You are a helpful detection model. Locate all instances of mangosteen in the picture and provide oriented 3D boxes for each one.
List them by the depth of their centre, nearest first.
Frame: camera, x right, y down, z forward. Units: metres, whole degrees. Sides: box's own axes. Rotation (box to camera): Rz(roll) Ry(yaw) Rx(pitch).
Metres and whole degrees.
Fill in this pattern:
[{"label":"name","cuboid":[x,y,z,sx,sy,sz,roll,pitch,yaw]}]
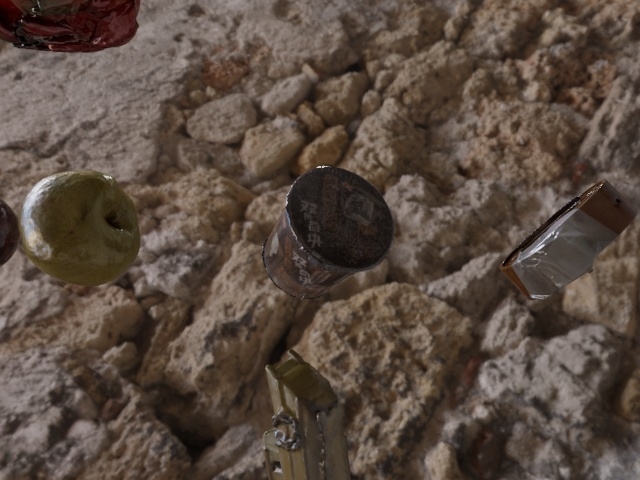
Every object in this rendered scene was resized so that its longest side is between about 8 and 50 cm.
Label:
[{"label":"mangosteen","cuboid":[-0.837,-0.001,1.401,0.257,0.215,0.215,-47,-12,36]}]

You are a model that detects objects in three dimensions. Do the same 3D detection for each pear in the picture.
[{"label":"pear","cuboid":[-0.470,-0.020,1.144,0.188,0.212,0.228,18,-120,-68]}]

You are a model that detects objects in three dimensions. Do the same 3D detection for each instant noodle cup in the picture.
[{"label":"instant noodle cup","cuboid":[0.000,0.000,1.138,0.217,0.217,0.207,-45,-1,-35]}]

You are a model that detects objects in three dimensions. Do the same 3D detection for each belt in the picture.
[{"label":"belt","cuboid":[0.472,0.003,1.137,0.261,0.105,0.184,-44,-5,20]}]

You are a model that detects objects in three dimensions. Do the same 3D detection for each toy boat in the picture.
[{"label":"toy boat","cuboid":[-0.025,0.413,1.049,0.136,0.162,0.444,-23,-69,-49]}]

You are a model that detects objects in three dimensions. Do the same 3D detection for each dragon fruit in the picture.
[{"label":"dragon fruit","cuboid":[-0.320,-0.325,0.729,0.234,0.293,0.233,-16,-50,-20]}]
